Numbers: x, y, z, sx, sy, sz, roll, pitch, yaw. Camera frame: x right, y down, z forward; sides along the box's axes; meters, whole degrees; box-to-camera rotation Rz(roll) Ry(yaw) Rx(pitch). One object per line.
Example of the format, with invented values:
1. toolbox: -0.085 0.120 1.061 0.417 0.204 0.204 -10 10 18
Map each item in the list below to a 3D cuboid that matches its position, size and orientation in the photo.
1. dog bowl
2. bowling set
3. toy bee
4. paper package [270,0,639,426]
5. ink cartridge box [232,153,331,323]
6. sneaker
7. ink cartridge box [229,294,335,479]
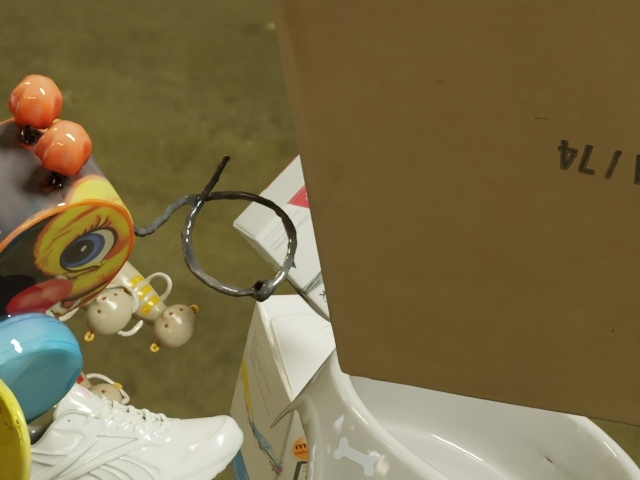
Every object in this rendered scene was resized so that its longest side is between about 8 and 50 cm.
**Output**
1. dog bowl: 0.129 0.198 1.230 0.348 0.102 0.349 24 18 -8
2. bowling set: -0.252 0.095 1.338 0.154 0.200 0.287 34 68 15
3. toy bee: -0.153 -0.001 0.629 0.195 0.162 0.298 34 58 15
4. paper package: 0.163 -0.062 0.719 0.324 0.309 0.168 8 41 22
5. ink cartridge box: 0.000 0.000 1.371 0.099 0.135 0.056 -47 31 -6
6. sneaker: -0.186 0.177 1.279 0.232 0.115 0.090 -13 13 4
7. ink cartridge box: 0.008 0.195 1.602 0.171 0.233 0.168 -2 41 -19
